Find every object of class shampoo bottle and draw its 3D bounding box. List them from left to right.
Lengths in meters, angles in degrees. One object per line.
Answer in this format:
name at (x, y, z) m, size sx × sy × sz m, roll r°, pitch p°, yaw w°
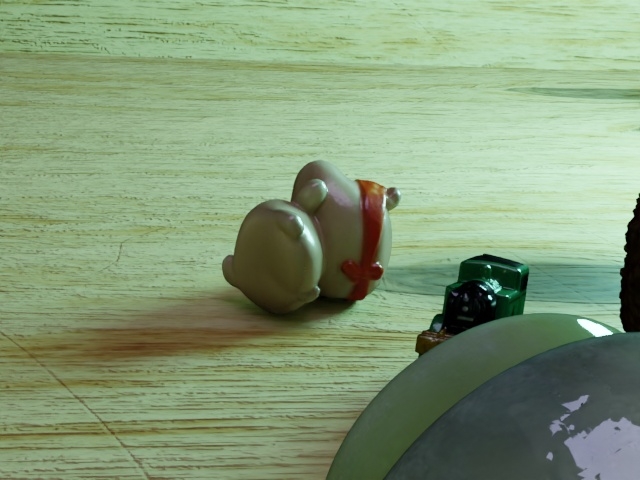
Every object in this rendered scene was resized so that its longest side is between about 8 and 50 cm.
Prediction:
shampoo bottle at (0.169, 0.216, 0.879) m, size 0.322 × 0.322 × 0.317 m, roll -6°, pitch 30°, yaw -28°

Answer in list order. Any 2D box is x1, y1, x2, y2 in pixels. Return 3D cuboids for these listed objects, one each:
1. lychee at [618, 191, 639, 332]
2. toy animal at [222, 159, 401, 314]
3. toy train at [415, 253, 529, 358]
lychee at (0.437, 0.037, 1.585) m, size 0.267 × 0.267 × 0.267 m, roll 4°, pitch 18°, yaw -1°
toy animal at (0.000, 0.000, 1.755) m, size 0.197 × 0.171 × 0.171 m, roll -15°, pitch 26°, yaw -39°
toy train at (0.160, 0.084, 1.542) m, size 0.091 × 0.136 × 0.227 m, roll 9°, pitch 4°, yaw 17°
